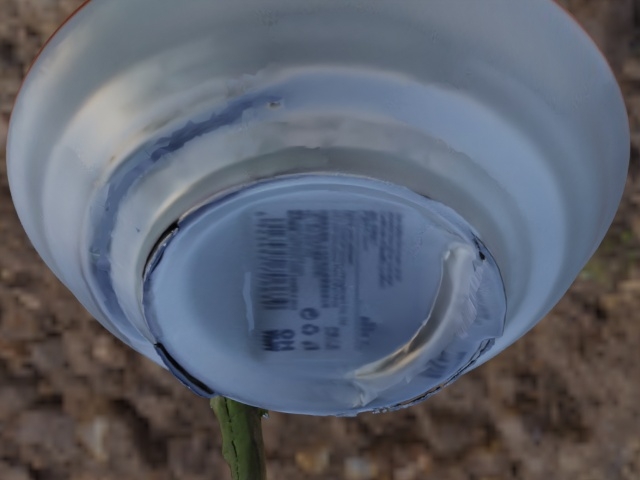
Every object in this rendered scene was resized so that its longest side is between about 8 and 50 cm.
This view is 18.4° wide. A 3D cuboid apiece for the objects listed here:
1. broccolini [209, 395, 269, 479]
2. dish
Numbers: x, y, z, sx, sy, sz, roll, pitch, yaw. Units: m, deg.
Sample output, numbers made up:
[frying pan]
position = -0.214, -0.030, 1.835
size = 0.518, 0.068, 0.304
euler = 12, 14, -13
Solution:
[broccolini]
position = -0.044, 0.140, 0.886
size = 0.057, 0.071, 0.254
euler = -5, -152, -3
[dish]
position = 0.000, 0.000, 0.801
size = 0.260, 0.085, 0.260
euler = -1, 136, -1
